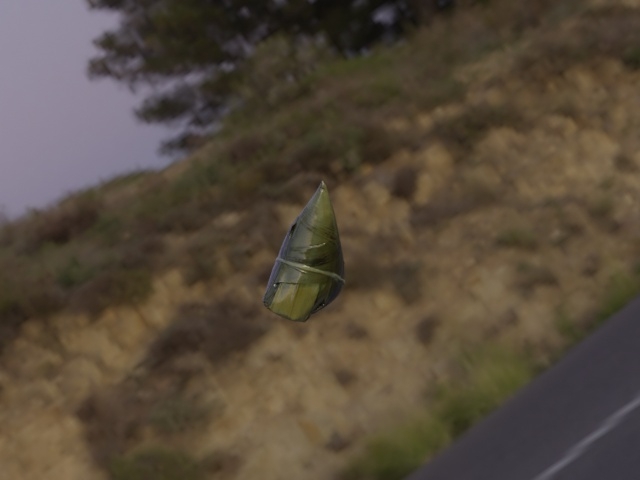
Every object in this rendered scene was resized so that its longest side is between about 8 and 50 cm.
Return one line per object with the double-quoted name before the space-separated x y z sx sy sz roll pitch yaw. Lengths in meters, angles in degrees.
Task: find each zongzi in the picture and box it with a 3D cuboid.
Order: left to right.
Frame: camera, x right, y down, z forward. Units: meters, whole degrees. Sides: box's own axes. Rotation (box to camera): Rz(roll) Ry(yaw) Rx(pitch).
"zongzi" 0.000 0.000 1.209 0.104 0.052 0.113 -38 -35 -73
